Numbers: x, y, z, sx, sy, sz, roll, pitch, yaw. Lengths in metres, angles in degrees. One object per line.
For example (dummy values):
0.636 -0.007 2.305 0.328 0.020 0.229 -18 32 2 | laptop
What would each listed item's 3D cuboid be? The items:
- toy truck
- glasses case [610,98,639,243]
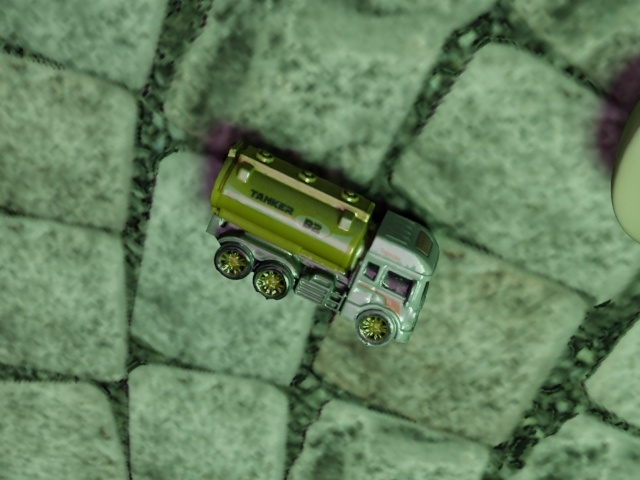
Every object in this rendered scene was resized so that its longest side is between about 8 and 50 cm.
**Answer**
0.000 0.000 0.591 0.123 0.052 0.063 25 115 3 | toy truck
0.229 -0.015 0.523 0.196 0.050 0.083 18 118 4 | glasses case
